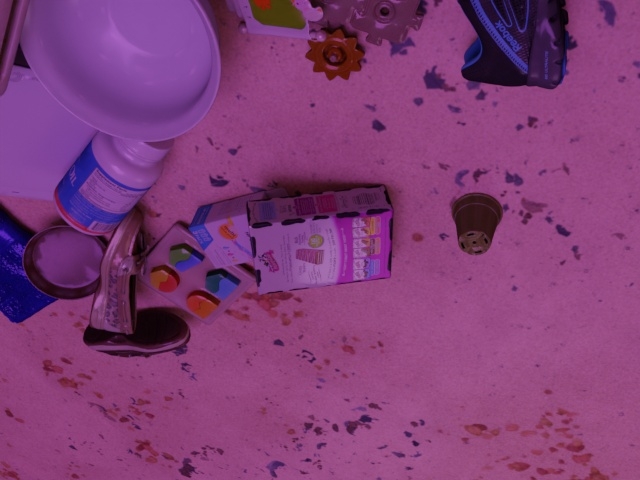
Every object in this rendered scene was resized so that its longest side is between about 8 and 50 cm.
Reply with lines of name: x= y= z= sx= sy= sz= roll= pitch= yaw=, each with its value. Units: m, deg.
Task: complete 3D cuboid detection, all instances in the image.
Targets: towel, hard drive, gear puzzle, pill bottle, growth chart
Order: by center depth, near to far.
growth chart: x=-0.097 y=-0.350 z=0.938 sx=0.172 sy=0.021 sz=0.237 roll=11 pitch=153 yaw=37
gear puzzle: x=0.065 y=-0.351 z=0.945 sx=0.175 sy=0.044 sz=0.339 roll=19 pitch=136 yaw=-3
hard drive: x=-0.471 y=-0.178 z=1.185 sx=0.203 sy=0.040 sz=0.307 roll=6 pitch=143 yaw=-36
pill bottle: x=-0.342 y=-0.118 z=1.202 sx=0.124 sy=0.124 sz=0.221 roll=38 pitch=121 yaw=-18
towel: x=-0.675 y=0.038 z=1.474 sx=0.227 sy=0.076 sz=0.308 roll=-27 pitch=119 yaw=34

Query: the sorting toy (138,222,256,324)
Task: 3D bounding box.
sorting toy: x=-0.252 y=0.076 z=1.412 sx=0.193 sy=0.038 sz=0.208 roll=36 pitch=131 yaw=-16

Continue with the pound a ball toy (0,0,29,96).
pound a ball toy: x=-0.457 y=-0.343 z=0.873 sx=0.208 sy=0.136 sz=0.319 roll=31 pitch=130 yaw=-7

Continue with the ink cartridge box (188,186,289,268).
ink cartridge box: x=-0.128 y=-0.021 z=1.273 sx=0.181 sy=0.061 sz=0.104 roll=-13 pitch=127 yaw=25

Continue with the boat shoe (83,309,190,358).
boat shoe: x=-0.380 y=0.209 z=1.543 sx=0.257 sy=0.095 sz=0.095 roll=-1 pitch=144 yaw=25

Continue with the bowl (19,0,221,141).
bowl: x=-0.263 y=-0.299 z=1.017 sx=0.298 sy=0.134 sz=0.298 roll=8 pitch=133 yaw=9

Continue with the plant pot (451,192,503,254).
plant pot: x=0.250 y=-0.020 z=1.153 sx=0.083 sy=0.079 sz=0.083 roll=8 pitch=131 yaw=9

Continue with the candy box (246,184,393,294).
candy box: x=0.000 y=0.000 z=1.202 sx=0.233 sy=0.071 sz=0.159 roll=-7 pitch=131 yaw=-5

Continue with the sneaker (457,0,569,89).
sneaker: x=0.224 y=-0.332 z=0.855 sx=0.139 sy=0.125 sz=0.341 roll=3 pitch=129 yaw=20

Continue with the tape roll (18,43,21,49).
tape roll: x=-0.599 y=-0.338 z=1.110 sx=0.275 sy=0.090 sz=0.275 roll=8 pitch=131 yaw=9

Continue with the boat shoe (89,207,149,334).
boat shoe: x=-0.373 y=0.060 z=1.379 sx=0.089 sy=0.104 sz=0.285 roll=19 pitch=124 yaw=-7

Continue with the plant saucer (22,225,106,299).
plant saucer: x=-0.500 y=0.040 z=1.423 sx=0.168 sy=0.029 sz=0.168 roll=-5 pitch=118 yaw=-9
